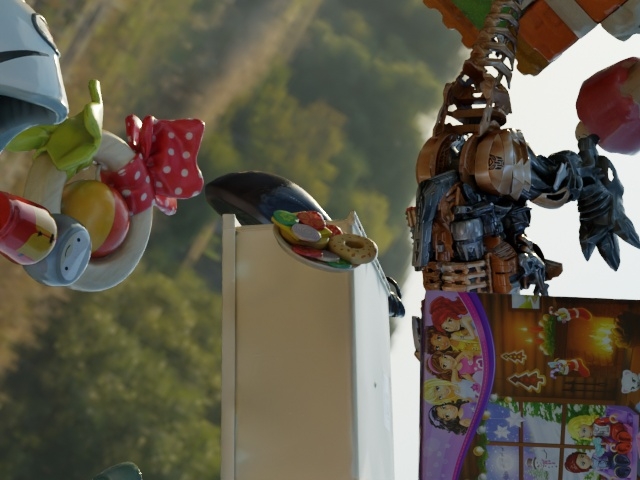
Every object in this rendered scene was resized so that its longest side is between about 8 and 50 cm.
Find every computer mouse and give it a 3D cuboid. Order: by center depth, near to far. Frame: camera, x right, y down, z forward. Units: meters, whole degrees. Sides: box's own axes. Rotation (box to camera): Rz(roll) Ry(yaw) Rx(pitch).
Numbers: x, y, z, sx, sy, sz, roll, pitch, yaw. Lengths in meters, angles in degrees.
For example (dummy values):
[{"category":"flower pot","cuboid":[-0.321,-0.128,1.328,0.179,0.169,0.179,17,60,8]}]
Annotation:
[{"category":"computer mouse","cuboid":[-0.018,-0.008,1.940,0.072,0.272,0.188,-57,-158,-12]}]

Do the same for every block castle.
[{"category":"block castle","cuboid":[0.224,-0.321,1.518,0.303,0.453,0.213,-46,-176,-38]}]

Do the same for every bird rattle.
[{"category":"bird rattle","cuboid":[-0.230,-0.050,1.638,0.253,0.143,0.207,31,68,-59]}]

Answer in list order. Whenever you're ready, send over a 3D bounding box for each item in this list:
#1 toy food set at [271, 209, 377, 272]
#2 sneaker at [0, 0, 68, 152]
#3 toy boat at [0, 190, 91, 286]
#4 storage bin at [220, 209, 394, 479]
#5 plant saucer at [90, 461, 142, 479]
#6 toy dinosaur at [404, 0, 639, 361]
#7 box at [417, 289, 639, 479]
[{"category":"toy food set","cuboid":[0.000,0.000,1.329,0.082,0.083,0.020,-10,130,-48]},{"category":"sneaker","cuboid":[-0.312,-0.042,1.061,0.330,0.146,0.122,-36,152,5]},{"category":"toy boat","cuboid":[-0.359,0.066,1.454,0.318,0.267,0.148,-32,156,9]},{"category":"storage bin","cuboid":[-0.004,0.138,1.517,0.260,0.123,0.262,62,25,-67]},{"category":"plant saucer","cuboid":[-0.182,0.235,1.316,0.119,0.021,0.119,-45,-148,40]},{"category":"toy dinosaur","cuboid":[0.152,-0.042,1.353,0.218,0.164,0.322,14,101,-51]},{"category":"box","cuboid":[0.165,0.178,1.075,0.057,0.201,0.293,91,1,-63]}]
